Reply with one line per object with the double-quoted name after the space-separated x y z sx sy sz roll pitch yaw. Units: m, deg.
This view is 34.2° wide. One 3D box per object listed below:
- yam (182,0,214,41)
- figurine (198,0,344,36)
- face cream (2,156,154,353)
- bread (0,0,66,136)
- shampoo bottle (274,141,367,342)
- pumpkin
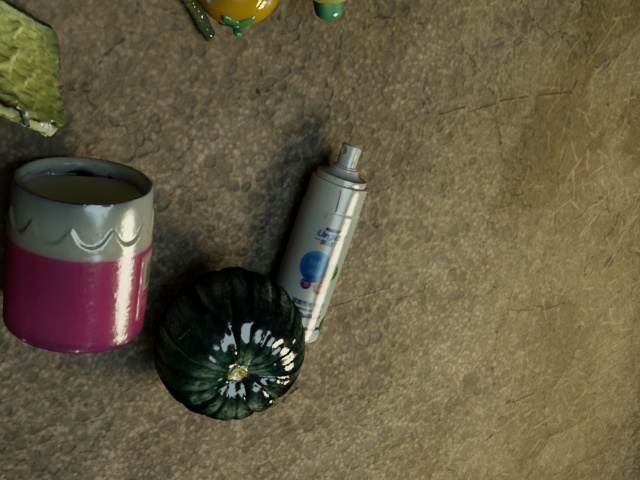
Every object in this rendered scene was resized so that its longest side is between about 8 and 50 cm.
-0.180 -0.337 1.266 0.027 0.029 0.234 -48 136 -24 "yam"
-0.077 -0.365 1.276 0.324 0.124 0.222 3 116 -42 "figurine"
-0.293 0.014 1.263 0.175 0.175 0.195 -8 117 -37 "face cream"
-0.405 -0.208 1.094 0.266 0.142 0.178 27 54 -43 "bread"
0.000 0.000 1.555 0.092 0.092 0.303 7 109 -42 "shampoo bottle"
-0.127 0.147 1.468 0.220 0.162 0.220 -6 121 -10 "pumpkin"
